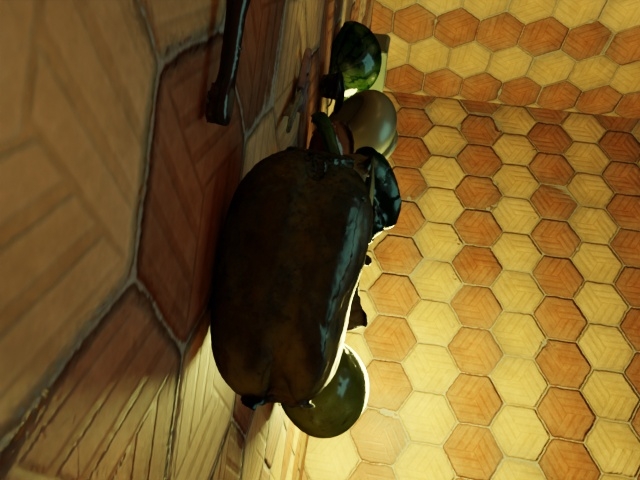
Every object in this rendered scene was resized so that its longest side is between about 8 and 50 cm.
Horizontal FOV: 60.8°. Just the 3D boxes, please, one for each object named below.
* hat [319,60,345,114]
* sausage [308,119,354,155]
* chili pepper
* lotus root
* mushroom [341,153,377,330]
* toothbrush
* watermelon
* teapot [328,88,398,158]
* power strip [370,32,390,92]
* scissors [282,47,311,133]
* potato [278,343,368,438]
[{"bbox_3d":[0.025,-0.344,1.230,0.121,0.050,0.121,4,90,-81],"label":"hat"},{"bbox_3d":[0.008,-0.093,1.166,0.102,0.102,0.330,-69,165,-69],"label":"sausage"},{"bbox_3d":[0.033,-0.112,1.015,0.165,0.174,0.261,-36,103,-35],"label":"chili pepper"},{"bbox_3d":[-0.033,0.034,0.581,0.160,0.152,0.275,4,100,-83],"label":"lotus root"},{"bbox_3d":[0.001,-0.005,0.852,0.189,0.164,0.267,-79,172,-74],"label":"mushroom"},{"bbox_3d":[-0.058,-0.276,0.453,0.041,0.040,0.364,-18,116,-85],"label":"toothbrush"},{"bbox_3d":[0.095,-0.463,1.435,0.232,0.127,0.204,-63,165,-59],"label":"watermelon"},{"bbox_3d":[0.090,-0.277,1.336,0.149,0.220,0.318,45,23,-29],"label":"teapot"},{"bbox_3d":[0.136,-0.542,1.686,0.224,0.139,0.140,-76,173,-52],"label":"power strip"},{"bbox_3d":[-0.037,-0.224,0.866,0.212,0.021,0.110,-76,176,-51],"label":"scissors"},{"bbox_3d":[0.008,0.320,1.201,0.304,0.215,0.216,92,7,-69],"label":"potato"}]
